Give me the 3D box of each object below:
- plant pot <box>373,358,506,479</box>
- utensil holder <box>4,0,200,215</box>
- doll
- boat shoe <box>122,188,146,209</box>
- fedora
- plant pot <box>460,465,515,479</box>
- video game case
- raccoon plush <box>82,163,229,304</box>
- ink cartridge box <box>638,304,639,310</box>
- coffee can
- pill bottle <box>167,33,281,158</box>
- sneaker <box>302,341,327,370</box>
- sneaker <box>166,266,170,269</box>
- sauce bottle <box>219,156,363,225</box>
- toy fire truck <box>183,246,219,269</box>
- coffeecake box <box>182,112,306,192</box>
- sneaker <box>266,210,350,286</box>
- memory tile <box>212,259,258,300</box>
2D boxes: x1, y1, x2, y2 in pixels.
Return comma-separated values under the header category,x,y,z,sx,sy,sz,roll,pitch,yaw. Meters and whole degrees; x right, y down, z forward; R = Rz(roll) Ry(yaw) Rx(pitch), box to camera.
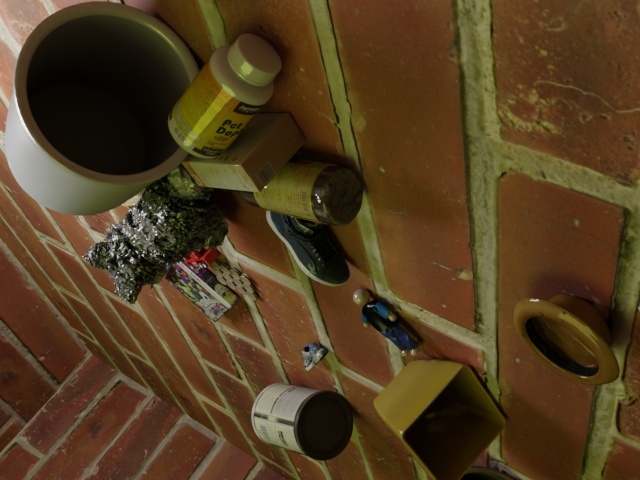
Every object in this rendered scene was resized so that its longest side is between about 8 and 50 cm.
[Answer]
category,x,y,z,sx,sy,sz,roll,pitch,yaw
plant pot,0.247,0.389,1.751,0.212,0.212,0.187,53,164,-26
utensil holder,-0.431,-0.227,1.506,0.327,0.327,0.385,45,156,-12
doll,0.137,0.179,1.717,0.189,0.046,0.129,46,152,-15
boat shoe,-0.506,-0.110,2.076,0.170,0.063,0.059,-2,127,53
fedora,0.410,0.149,1.274,0.194,0.079,0.194,36,154,21
plant pot,0.380,0.744,2.062,0.323,0.323,0.280,39,170,0
video game case,-0.353,0.139,2.298,0.210,0.042,0.232,42,154,-4
raccoon plush,-0.388,-0.037,1.697,0.216,0.299,0.446,47,168,15
ink cartridge box,0.524,0.128,1.147,0.115,0.029,0.063,50,152,-21
coffee can,-0.060,0.547,2.388,0.201,0.201,0.275,50,153,-21
pill bottle,-0.156,-0.240,1.296,0.117,0.117,0.215,43,130,-7
sneaker,-0.023,0.314,2.152,0.058,0.052,0.135,46,148,8
sneaker,-0.514,0.061,2.340,0.090,0.081,0.232,42,156,-21
sauce bottle,-0.080,-0.107,1.468,0.344,0.111,0.111,15,145,40
toy fire truck,-0.339,0.011,2.070,0.135,0.047,0.192,49,153,-19
coffeecake box,-0.142,-0.163,1.422,0.185,0.142,0.068,10,142,46
sneaker,-0.002,0.001,1.567,0.226,0.086,0.163,46,156,-11
memory tile,-0.235,0.105,2.124,0.148,0.012,0.113,25,151,28
